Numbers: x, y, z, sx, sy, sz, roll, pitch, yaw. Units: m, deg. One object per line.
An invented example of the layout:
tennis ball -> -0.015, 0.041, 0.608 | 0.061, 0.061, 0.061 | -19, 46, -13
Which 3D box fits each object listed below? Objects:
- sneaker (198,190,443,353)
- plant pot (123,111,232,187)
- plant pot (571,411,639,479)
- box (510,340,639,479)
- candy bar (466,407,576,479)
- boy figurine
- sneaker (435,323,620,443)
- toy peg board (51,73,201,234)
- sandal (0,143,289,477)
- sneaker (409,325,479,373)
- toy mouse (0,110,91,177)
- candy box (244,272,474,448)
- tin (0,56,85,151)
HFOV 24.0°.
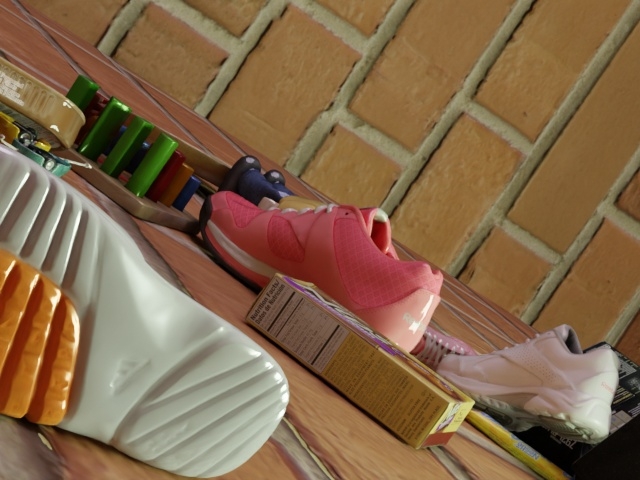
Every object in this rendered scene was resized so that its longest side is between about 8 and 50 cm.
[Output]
sneaker -> 0.007, 0.015, 1.468 | 0.314, 0.136, 0.116 | 38, 5, 41
plant pot -> -0.180, -0.114, 2.004 | 0.236, 0.032, 0.236 | 30, 1, -1
plant pot -> 0.399, 0.258, 1.510 | 0.187, 0.188, 0.167 | 30, 26, -48
box -> 0.321, 0.202, 1.711 | 0.147, 0.077, 0.180 | 37, 30, 27
candy bar -> 0.204, 0.214, 1.550 | 0.161, 0.018, 0.040 | 35, 5, 19
boy figurine -> 0.000, 0.000, 1.857 | 0.285, 0.092, 0.177 | 39, 6, 36
sneaker -> 0.226, 0.141, 1.594 | 0.232, 0.115, 0.090 | 9, -27, 45
toy peg board -> -0.190, -0.089, 1.512 | 0.161, 0.079, 0.160 | 36, 5, 18
sandal -> -0.118, 0.036, 0.698 | 0.076, 0.102, 0.265 | 37, -3, 44
sneaker -> 0.123, 0.125, 1.697 | 0.134, 0.051, 0.070 | 31, 7, -6
toy mouse -> -0.260, -0.080, 1.221 | 0.161, 0.031, 0.143 | 33, 5, -15
candy box -> 0.035, 0.103, 1.286 | 0.187, 0.053, 0.109 | 37, 5, 17
tin -> -0.293, -0.134, 1.305 | 0.190, 0.040, 0.106 | 32, -22, -26
